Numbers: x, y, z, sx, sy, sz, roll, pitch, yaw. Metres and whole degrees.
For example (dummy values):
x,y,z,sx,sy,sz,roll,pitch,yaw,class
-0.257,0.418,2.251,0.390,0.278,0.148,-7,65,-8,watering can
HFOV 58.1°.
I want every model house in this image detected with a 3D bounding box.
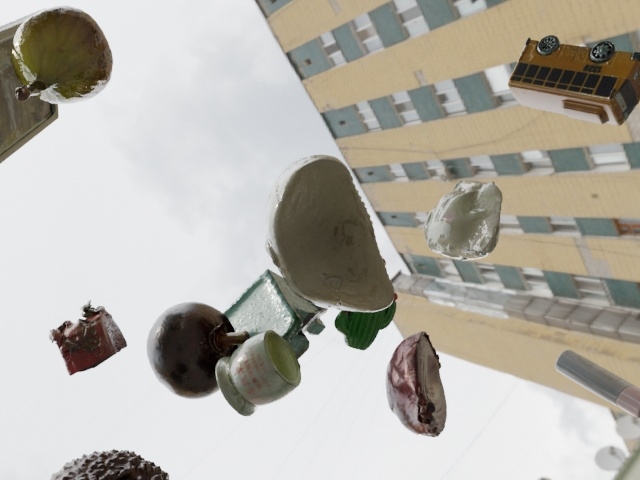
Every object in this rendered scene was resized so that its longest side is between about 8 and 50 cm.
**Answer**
x,y,z,sx,sy,sz,roll,pitch,yaw,class
-0.118,0.271,1.576,0.280,0.230,0.249,-44,-45,9,model house

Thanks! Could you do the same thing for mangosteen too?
x,y,z,sx,sy,sz,roll,pitch,yaw,class
-0.281,0.255,1.384,0.235,0.261,0.235,37,-137,-44,mangosteen

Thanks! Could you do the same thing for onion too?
x,y,z,sx,sy,sz,roll,pitch,yaw,class
0.206,0.334,1.287,0.120,0.283,0.227,-16,-88,16,onion

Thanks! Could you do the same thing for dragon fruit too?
x,y,z,sx,sy,sz,roll,pitch,yaw,class
-0.372,0.153,0.908,0.102,0.147,0.096,-31,-88,-20,dragon fruit

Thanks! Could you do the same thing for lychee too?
x,y,z,sx,sy,sz,roll,pitch,yaw,class
-0.375,0.497,0.962,0.271,0.271,0.271,-2,-85,-30,lychee

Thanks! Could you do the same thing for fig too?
x,y,z,sx,sy,sz,roll,pitch,yaw,class
-0.438,-0.282,0.914,0.143,0.160,0.231,41,-147,0,fig

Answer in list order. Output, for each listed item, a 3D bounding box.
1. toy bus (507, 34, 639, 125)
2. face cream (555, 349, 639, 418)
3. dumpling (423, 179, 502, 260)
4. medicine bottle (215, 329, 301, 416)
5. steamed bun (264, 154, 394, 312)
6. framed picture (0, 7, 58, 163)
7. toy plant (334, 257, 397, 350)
x,y,z,sx,sy,sz,roll,pitch,yaw,class
0.432,-0.267,0.971,0.098,0.201,0.114,27,-90,-50,toy bus
0.606,0.306,1.234,0.084,0.198,0.057,6,-73,-37,face cream
0.219,-0.033,0.883,0.108,0.188,0.127,7,-92,-9,dumpling
-0.135,0.288,1.253,0.143,0.147,0.147,-33,-66,14,medicine bottle
-0.002,0.005,1.323,0.236,0.247,0.383,-24,-82,-3,steamed bun
-0.574,-0.281,1.075,0.020,0.324,0.240,12,-59,-3,framed picture
0.137,0.180,1.545,0.154,0.088,0.240,45,-105,-25,toy plant
